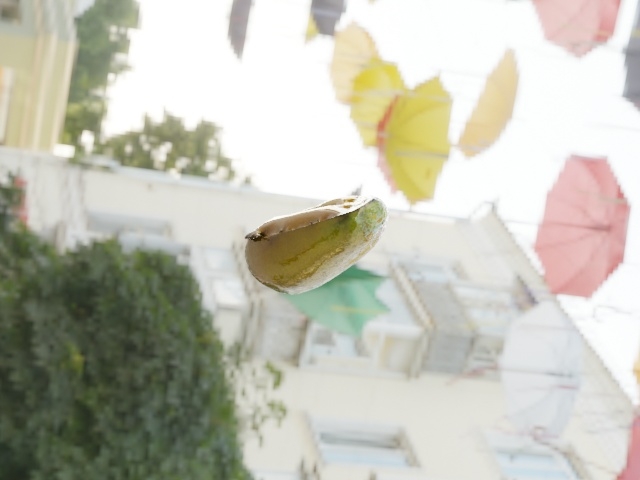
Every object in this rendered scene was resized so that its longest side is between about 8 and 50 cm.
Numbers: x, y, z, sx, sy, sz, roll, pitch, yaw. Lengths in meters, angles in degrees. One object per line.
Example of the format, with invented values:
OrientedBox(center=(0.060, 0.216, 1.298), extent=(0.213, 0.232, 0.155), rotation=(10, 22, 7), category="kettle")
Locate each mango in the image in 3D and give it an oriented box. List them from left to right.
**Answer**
OrientedBox(center=(0.000, 0.000, 1.095), extent=(0.187, 0.101, 0.066), rotation=(-27, -95, 61), category="mango")
